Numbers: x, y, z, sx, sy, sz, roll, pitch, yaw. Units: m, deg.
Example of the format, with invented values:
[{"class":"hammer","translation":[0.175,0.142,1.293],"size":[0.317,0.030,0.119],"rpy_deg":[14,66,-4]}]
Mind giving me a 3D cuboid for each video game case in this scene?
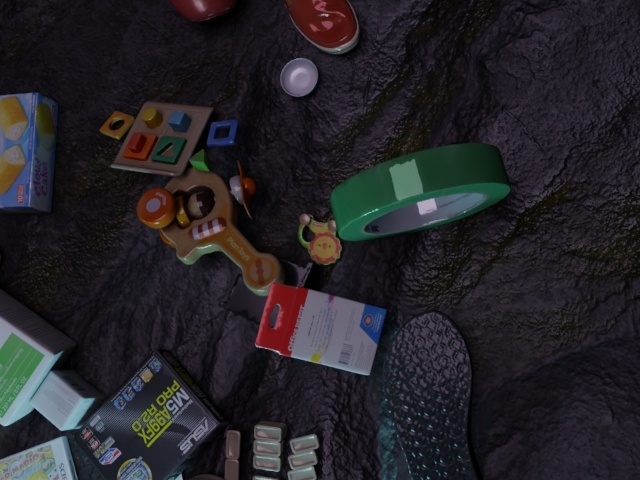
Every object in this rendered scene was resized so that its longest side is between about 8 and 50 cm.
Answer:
[{"class":"video game case","translation":[-0.627,0.561,1.810],"size":[0.227,0.026,0.206],"rpy_deg":[-22,77,13]}]

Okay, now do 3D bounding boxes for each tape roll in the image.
[{"class":"tape roll","translation":[0.179,-0.082,1.506],"size":[0.321,0.321,0.077],"rpy_deg":[-17,78,14]}]

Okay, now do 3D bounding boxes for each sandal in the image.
[{"class":"sandal","translation":[0.218,0.349,1.564],"size":[0.168,0.107,0.445],"rpy_deg":[-7,93,14]}]

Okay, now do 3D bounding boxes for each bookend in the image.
[{"class":"bookend","translation":[-0.101,0.095,1.695],"size":[0.157,0.072,0.156],"rpy_deg":[21,88,19]}]

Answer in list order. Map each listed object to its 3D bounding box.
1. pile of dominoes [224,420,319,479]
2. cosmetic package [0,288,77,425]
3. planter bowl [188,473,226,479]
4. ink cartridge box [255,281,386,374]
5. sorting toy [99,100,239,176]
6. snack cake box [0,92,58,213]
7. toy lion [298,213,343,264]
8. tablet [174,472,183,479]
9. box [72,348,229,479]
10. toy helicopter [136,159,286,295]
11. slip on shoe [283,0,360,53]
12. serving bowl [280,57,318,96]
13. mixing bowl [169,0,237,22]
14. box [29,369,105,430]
[{"class":"pile of dominoes","translation":[-0.096,0.494,1.670],"size":[0.196,0.040,0.251],"rpy_deg":[3,92,16]},{"class":"cosmetic package","translation":[-0.741,0.204,1.782],"size":[0.366,0.155,0.197],"rpy_deg":[33,94,1]},{"class":"planter bowl","translation":[-0.246,0.555,1.642],"size":[0.162,0.109,0.162],"rpy_deg":[0,90,24]},{"class":"ink cartridge box","translation":[-0.004,0.167,1.604],"size":[0.231,0.078,0.134],"rpy_deg":[16,87,-10]},{"class":"sorting toy","translation":[-0.344,-0.228,1.775],"size":[0.348,0.047,0.196],"rpy_deg":[9,61,25]},{"class":"snack cake box","translation":[-0.695,-0.196,1.901],"size":[0.152,0.089,0.264],"rpy_deg":[-1,82,15]},{"class":"toy lion","translation":[0.000,0.000,1.703],"size":[0.100,0.034,0.096],"rpy_deg":[13,94,18]},{"class":"tablet","translation":[-0.326,0.503,1.740],"size":[0.083,0.006,0.054],"rpy_deg":[-16,78,13]},{"class":"box","translation":[-0.355,0.394,1.731],"size":[0.270,0.060,0.216],"rpy_deg":[-46,70,6]},{"class":"toy helicopter","translation":[-0.186,-0.027,1.688],"size":[0.235,0.140,0.355],"rpy_deg":[-44,62,-6]},{"class":"slip on shoe","translation":[-0.031,-0.529,1.746],"size":[0.123,0.101,0.331],"rpy_deg":[-33,76,8]},{"class":"serving bowl","translation":[-0.042,-0.342,1.760],"size":[0.083,0.027,0.083],"rpy_deg":[-2,83,16]},{"class":"mixing bowl","translation":[-0.246,-0.531,1.789],"size":[0.182,0.181,0.098],"rpy_deg":[-13,111,14]},{"class":"box","translation":[-0.539,0.340,1.775],"size":[0.101,0.102,0.087],"rpy_deg":[34,91,17]}]
